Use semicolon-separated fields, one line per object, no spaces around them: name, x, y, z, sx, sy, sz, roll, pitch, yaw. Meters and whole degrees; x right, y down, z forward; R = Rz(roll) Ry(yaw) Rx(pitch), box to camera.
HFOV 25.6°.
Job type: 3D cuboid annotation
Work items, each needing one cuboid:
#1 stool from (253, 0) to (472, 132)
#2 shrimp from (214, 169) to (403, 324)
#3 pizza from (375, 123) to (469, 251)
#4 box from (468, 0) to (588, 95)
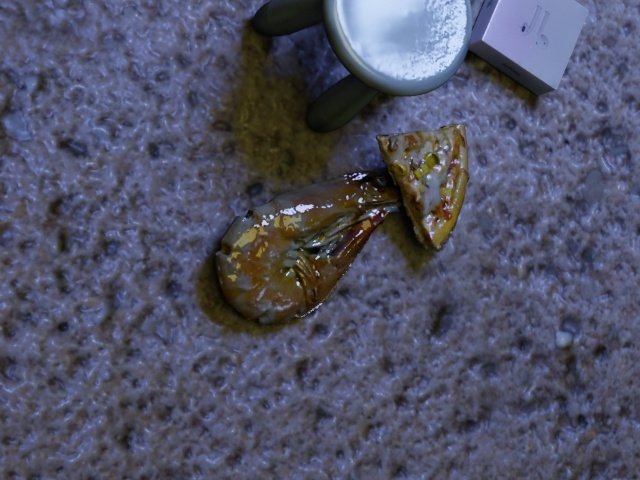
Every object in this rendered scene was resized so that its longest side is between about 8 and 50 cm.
stool;0.055;-0.251;1.707;0.195;0.198;0.195;-33;96;-26
shrimp;0.000;0.000;1.729;0.294;0.062;0.154;-28;108;-23
pizza;0.134;-0.100;1.784;0.176;0.036;0.185;46;52;-36
box;0.278;-0.284;1.894;0.130;0.051;0.129;30;72;-19
